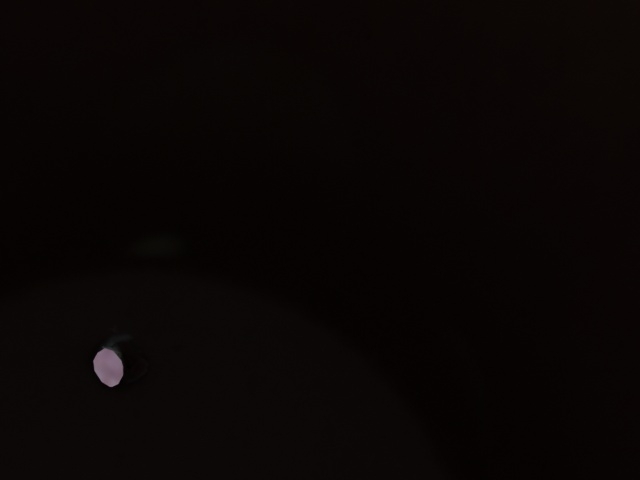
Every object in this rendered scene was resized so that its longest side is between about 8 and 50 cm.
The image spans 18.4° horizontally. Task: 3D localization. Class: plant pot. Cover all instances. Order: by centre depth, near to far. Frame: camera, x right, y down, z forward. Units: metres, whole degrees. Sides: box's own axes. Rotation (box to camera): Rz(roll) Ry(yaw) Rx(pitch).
[{"bbox_3d":[0.000,0.000,0.271,0.256,0.256,0.274,40,150,10],"label":"plant pot"}]

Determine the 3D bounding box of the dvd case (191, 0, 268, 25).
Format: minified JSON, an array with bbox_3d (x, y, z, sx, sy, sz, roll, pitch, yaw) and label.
[{"bbox_3d":[-0.118,-0.120,0.413,0.221,0.018,0.165,2,118,35],"label":"dvd case"}]
